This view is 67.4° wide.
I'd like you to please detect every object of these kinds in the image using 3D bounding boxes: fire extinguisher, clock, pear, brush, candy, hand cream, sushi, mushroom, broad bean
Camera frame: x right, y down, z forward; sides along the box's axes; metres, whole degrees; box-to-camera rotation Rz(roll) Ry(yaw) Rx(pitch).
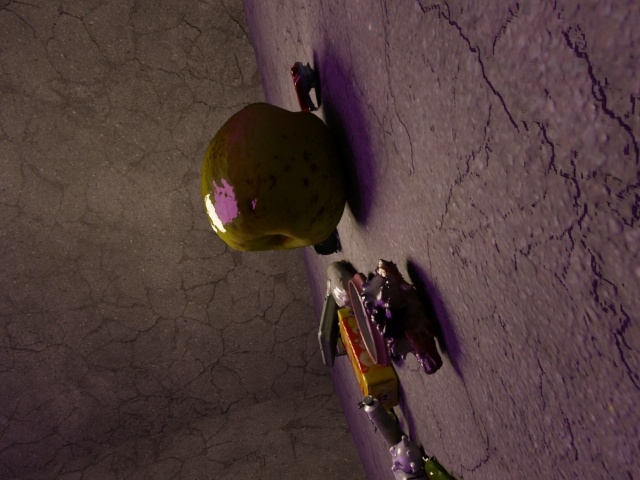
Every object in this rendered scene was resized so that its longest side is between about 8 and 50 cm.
[{"bbox_3d":[0.000,0.000,1.711,0.294,0.118,0.093,-159,89,-82],"label":"fire extinguisher"},{"bbox_3d":[0.131,0.199,1.217,0.244,0.056,0.244,163,90,-85],"label":"clock"},{"bbox_3d":[-0.120,-0.160,1.200,0.391,0.392,0.390,165,90,-84],"label":"pear"},{"bbox_3d":[0.085,0.464,2.186,0.197,0.059,0.123,99,157,-74],"label":"brush"},{"bbox_3d":[0.225,0.575,1.170,0.117,0.080,0.176,86,169,-57],"label":"clock"},{"bbox_3d":[0.131,0.327,1.363,0.276,0.088,0.146,-112,11,-49],"label":"candy"},{"bbox_3d":[0.170,0.481,1.256,0.042,0.067,0.194,-6,124,53],"label":"hand cream"},{"bbox_3d":[0.134,0.124,0.821,0.097,0.103,0.226,82,162,-56],"label":"sushi"},{"bbox_3d":[0.066,0.122,1.462,0.099,0.096,0.278,-57,18,10],"label":"mushroom"},{"bbox_3d":[0.248,0.482,0.930,0.297,0.043,0.060,104,160,-79],"label":"broad bean"}]

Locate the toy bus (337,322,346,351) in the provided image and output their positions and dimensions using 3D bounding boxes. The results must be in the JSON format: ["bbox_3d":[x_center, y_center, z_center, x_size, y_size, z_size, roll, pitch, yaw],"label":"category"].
[{"bbox_3d":[0.102,0.330,1.673,0.162,0.074,0.069,88,164,-60],"label":"toy bus"}]

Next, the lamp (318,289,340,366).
[{"bbox_3d":[0.045,0.298,1.775,0.266,0.047,0.268,81,-163,-51],"label":"lamp"}]

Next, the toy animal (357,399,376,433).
[{"bbox_3d":[0.187,0.623,1.759,0.108,0.062,0.220,39,147,47],"label":"toy animal"}]

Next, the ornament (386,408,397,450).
[{"bbox_3d":[0.188,0.522,1.446,0.244,0.061,0.230,76,172,-49],"label":"ornament"}]

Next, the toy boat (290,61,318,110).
[{"bbox_3d":[-0.035,-0.394,1.255,0.173,0.059,0.069,73,180,-62],"label":"toy boat"}]
